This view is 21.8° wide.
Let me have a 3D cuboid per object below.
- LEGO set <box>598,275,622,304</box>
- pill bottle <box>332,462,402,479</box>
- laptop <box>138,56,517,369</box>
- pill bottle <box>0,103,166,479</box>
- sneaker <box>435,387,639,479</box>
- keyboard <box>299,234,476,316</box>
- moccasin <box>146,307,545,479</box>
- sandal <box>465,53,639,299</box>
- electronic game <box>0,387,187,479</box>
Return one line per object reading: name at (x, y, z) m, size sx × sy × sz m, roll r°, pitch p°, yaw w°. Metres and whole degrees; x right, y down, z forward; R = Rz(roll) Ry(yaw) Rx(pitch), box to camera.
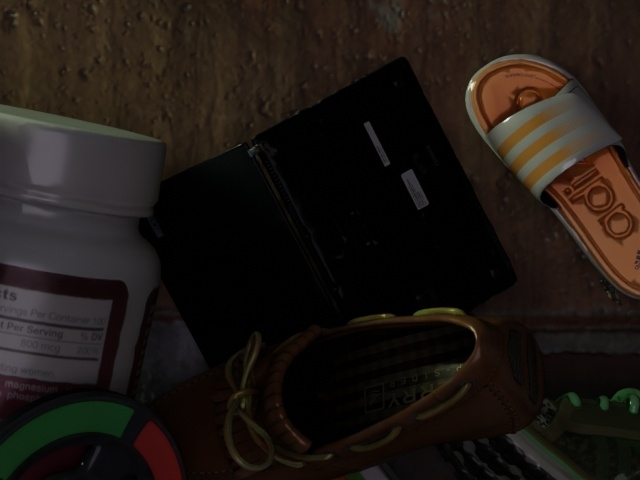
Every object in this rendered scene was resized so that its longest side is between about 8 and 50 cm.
LEGO set at (0.298, 0.023, 1.547) m, size 0.083 × 0.023 × 0.054 m, roll -22°, pitch 94°, yaw 13°
pill bottle at (-0.030, 0.288, 1.494) m, size 0.246 × 0.136 × 0.136 m, roll -39°, pitch 96°, yaw 1°
laptop at (0.000, 0.000, 1.515) m, size 0.264 × 0.136 × 0.234 m, roll -31°, pitch 98°, yaw -19°
pill bottle at (-0.262, 0.088, 1.421) m, size 0.224 × 0.224 × 0.392 m, roll 12°, pitch 94°, yaw -4°
sneaker at (0.267, 0.195, 1.524) m, size 0.410 × 0.158 × 0.182 m, roll 36°, pitch 64°, yaw -5°
keyboard at (0.076, 0.025, 1.534) m, size 0.108 × 0.023 × 0.180 m, roll -39°, pitch 97°, yaw 7°
moccasin at (-0.006, 0.135, 1.381) m, size 0.380 × 0.147 × 0.139 m, roll -10°, pitch 64°, yaw 34°
sandal at (0.239, -0.062, 1.495) m, size 0.102 × 0.076 × 0.265 m, roll -39°, pitch 88°, yaw 3°
electronic game at (-0.202, 0.229, 1.327) m, size 0.229 × 0.048 × 0.229 m, roll -12°, pitch 109°, yaw -38°
